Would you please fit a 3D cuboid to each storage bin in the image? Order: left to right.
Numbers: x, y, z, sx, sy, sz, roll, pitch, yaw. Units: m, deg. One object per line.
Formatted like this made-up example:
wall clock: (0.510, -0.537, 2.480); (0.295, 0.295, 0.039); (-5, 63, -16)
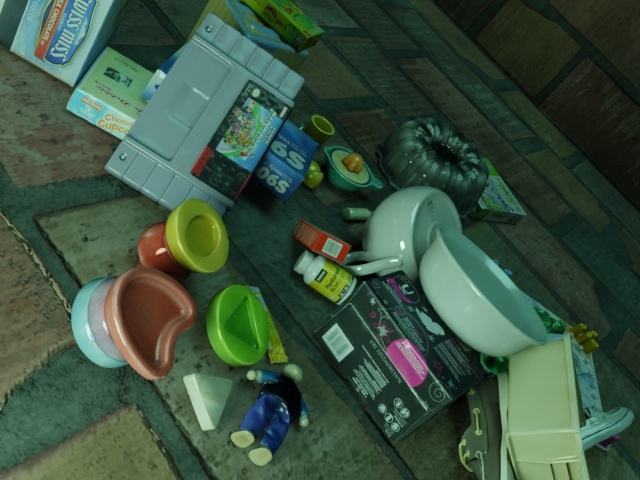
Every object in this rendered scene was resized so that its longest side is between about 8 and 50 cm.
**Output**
storage bin: (0.432, 0.362, 1.251); (0.262, 0.123, 0.260); (-65, 139, -57)

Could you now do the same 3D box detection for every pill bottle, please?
pill bottle: (0.007, 0.070, 1.309); (0.116, 0.065, 0.065); (34, 34, -10)

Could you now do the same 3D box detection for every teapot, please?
teapot: (0.176, 0.003, 1.456); (0.256, 0.187, 0.253); (35, 63, -44)

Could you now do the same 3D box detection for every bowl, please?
bowl: (0.287, 0.120, 1.296); (0.298, 0.134, 0.298); (39, 20, -17)

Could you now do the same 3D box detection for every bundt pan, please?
bundt pan: (0.328, -0.219, 1.852); (0.330, 0.124, 0.331); (18, 44, -18)

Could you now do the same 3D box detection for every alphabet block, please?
alphabet block: (-0.182, -0.442, 1.574); (0.192, 0.197, 0.193); (2, 50, -43)

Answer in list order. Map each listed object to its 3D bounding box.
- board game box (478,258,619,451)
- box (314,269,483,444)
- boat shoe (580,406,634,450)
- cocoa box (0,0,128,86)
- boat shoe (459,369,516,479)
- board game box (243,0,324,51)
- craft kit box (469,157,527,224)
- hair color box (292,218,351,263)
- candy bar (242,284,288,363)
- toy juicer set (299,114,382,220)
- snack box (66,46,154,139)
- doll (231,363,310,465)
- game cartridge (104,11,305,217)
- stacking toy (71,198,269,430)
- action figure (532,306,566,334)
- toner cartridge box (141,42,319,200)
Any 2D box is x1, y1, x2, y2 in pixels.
board game box: (0.554, 0.265, 1.650); (0.390, 0.050, 0.390); (34, 35, -11)
box: (0.139, 0.204, 1.202); (0.142, 0.163, 0.247); (-10, 58, -52)
boat shoe: (0.590, 0.397, 1.454); (0.226, 0.083, 0.076); (-17, 74, -31)
cocoa box: (-0.461, -0.515, 1.242); (0.228, 0.347, 0.231); (30, 36, -17)
boat shoe: (0.309, 0.377, 1.241); (0.324, 0.096, 0.117); (-74, 152, -50)
board game box: (-0.086, -0.517, 1.536); (0.181, 0.043, 0.092); (43, 34, 1)
craft kit box: (0.492, -0.165, 2.066); (0.246, 0.061, 0.250); (6, 48, -45)
hair color box: (0.000, 0.000, 1.338); (0.072, 0.043, 0.141); (26, 3, -22)
candy bar: (-0.098, 0.142, 1.165); (0.040, 0.018, 0.161); (7, 46, -45)
toy juicer set: (0.051, -0.162, 1.590); (0.329, 0.089, 0.209); (48, 34, 8)
snack box: (-0.318, -0.243, 1.339); (0.322, 0.060, 0.187); (29, 35, -19)
doll: (-0.071, 0.253, 1.041); (0.129, 0.046, 0.189); (47, 33, -6)
game cartridge: (-0.202, -0.216, 1.236); (0.230, 0.068, 0.355); (31, 76, -9)
stacking toy: (-0.227, 0.121, 1.030); (0.279, 0.130, 0.309); (60, 32, -20)
action figure: (0.425, 0.182, 1.492); (0.232, 0.063, 0.137); (4, 33, 18)
toner cartridge box: (-0.173, -0.242, 1.362); (0.348, 0.075, 0.165); (36, 32, -13)
